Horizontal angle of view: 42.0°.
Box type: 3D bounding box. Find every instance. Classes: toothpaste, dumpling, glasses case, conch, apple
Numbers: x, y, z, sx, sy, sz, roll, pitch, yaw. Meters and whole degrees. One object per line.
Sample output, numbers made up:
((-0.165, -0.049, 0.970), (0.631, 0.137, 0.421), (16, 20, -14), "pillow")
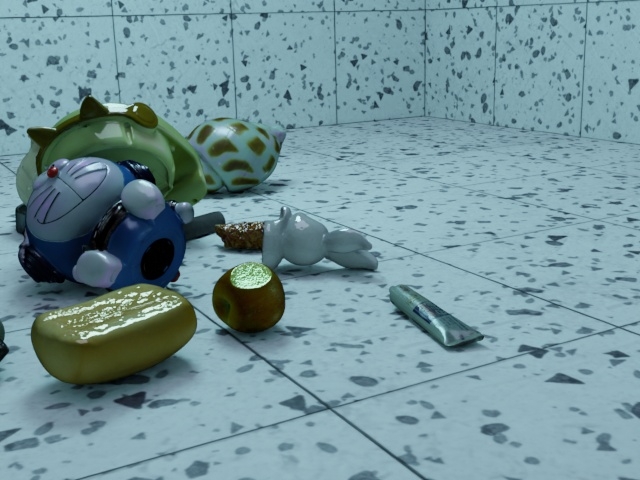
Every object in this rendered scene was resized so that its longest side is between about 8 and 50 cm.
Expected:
((0.162, 0.112, 1.275), (0.060, 0.038, 0.233), (-11, 20, -20), "toothpaste")
((-0.614, -0.154, 1.870), (0.131, 0.180, 0.252), (-8, 15, -24), "dumpling")
((-0.297, -0.026, 1.849), (0.072, 0.042, 0.190), (-1, 12, 36), "glasses case")
((-0.264, -0.226, 2.316), (0.367, 0.197, 0.249), (-8, -22, -8), "conch")
((-0.109, 0.091, 1.262), (0.102, 0.099, 0.114), (-17, 45, -23), "apple")

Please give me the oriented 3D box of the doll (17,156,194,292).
((-0.391, -0.024, 1.485), (0.309, 0.240, 0.284), (25, 65, 31), "doll")

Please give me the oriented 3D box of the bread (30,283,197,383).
((-0.273, 0.131, 1.119), (0.217, 0.098, 0.147), (-18, 23, -41), "bread")

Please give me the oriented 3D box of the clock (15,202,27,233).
((-0.584, -0.065, 1.990), (0.280, 0.056, 0.280), (-2, 14, 1), "clock")

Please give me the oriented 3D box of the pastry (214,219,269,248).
((-0.138, -0.009, 1.730), (0.169, 0.063, 0.087), (-3, 5, 15), "pastry")

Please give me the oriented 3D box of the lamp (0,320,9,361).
((-0.527, 0.083, 1.208), (0.313, 0.182, 0.182), (18, 22, 28), "lamp")

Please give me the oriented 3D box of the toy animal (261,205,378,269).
((-0.002, -0.001, 1.565), (0.220, 0.104, 0.131), (0, 44, 1), "toy animal")

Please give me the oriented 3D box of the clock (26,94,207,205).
((-0.420, -0.146, 1.676), (0.286, 0.117, 0.348), (-26, -33, 10), "clock")
